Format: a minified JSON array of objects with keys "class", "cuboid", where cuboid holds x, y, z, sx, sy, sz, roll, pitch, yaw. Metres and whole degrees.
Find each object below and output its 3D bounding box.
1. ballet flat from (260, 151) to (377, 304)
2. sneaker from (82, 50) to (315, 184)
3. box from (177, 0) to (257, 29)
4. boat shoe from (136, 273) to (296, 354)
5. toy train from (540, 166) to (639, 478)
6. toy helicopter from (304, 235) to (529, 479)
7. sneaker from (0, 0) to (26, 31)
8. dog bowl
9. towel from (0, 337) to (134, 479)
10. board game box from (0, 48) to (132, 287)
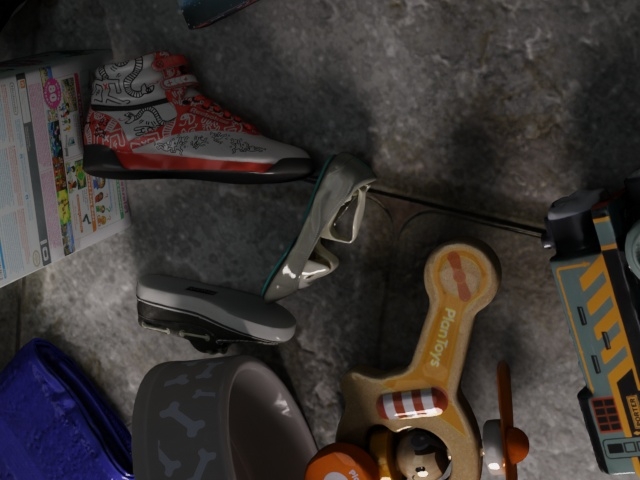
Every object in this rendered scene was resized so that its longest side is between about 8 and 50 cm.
[{"class":"ballet flat","cuboid":[0.000,0.000,1.620,0.068,0.072,0.213,31,114,9]},{"class":"sneaker","cuboid":[-0.138,-0.142,1.630,0.270,0.090,0.145,2,83,8]},{"class":"box","cuboid":[-0.077,-0.352,1.571,0.233,0.044,0.159,-21,95,28]},{"class":"boat shoe","cuboid":[-0.126,0.097,1.706,0.219,0.078,0.070,15,109,29]},{"class":"toy train","cuboid":[0.340,0.092,1.457,0.190,0.142,0.334,-13,98,37]},{"class":"toy helicopter","cuboid":[0.138,0.169,1.569,0.235,0.140,0.355,19,109,17]},{"class":"sneaker","cuboid":[-0.385,-0.267,1.660,0.079,0.121,0.217,37,90,-31]},{"class":"dog bowl","cuboid":[-0.083,0.287,1.596,0.102,0.349,0.349,-20,95,15]},{"class":"towel","cuboid":[-0.385,0.295,1.884,0.308,0.076,0.228,-43,77,28]},{"class":"board game box","cuboid":[-0.340,-0.089,1.619,0.097,0.303,0.224,2,104,25]}]
